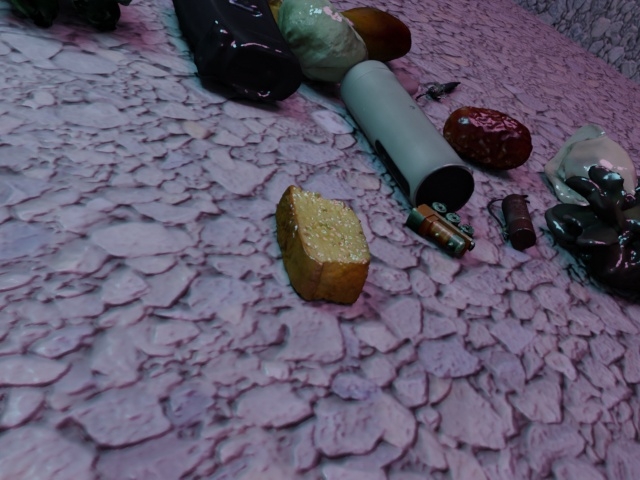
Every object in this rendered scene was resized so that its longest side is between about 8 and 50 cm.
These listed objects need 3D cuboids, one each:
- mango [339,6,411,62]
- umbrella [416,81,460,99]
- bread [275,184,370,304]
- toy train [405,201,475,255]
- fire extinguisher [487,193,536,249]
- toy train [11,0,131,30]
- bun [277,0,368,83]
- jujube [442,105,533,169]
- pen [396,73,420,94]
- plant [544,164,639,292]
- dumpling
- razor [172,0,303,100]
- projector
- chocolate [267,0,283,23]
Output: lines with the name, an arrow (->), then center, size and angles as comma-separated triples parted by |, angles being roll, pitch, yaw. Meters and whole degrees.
mango -> 0.096, -0.439, 1.697 | 0.267, 0.111, 0.133 | -12, 65, -51
umbrella -> 0.280, -0.341, 1.781 | 0.269, 0.044, 0.044 | -30, 94, -56
bread -> 0.000, 0.000, 0.992 | 0.103, 0.065, 0.187 | 13, 32, -17
toy train -> 0.184, -0.016, 1.192 | 0.103, 0.044, 0.064 | 39, 34, 21
fire extinguisher -> 0.328, -0.042, 1.360 | 0.078, 0.045, 0.157 | 5, 32, 2
toy train -> -0.382, -0.436, 1.203 | 0.266, 0.145, 0.202 | -14, 73, -51
bun -> -0.006, -0.361, 1.456 | 0.195, 0.118, 0.195 | 45, -3, 3
jujube -> 0.323, -0.201, 1.533 | 0.176, 0.109, 0.112 | 16, -2, -17
pen -> 0.158, -0.320, 1.652 | 0.053, 0.032, 0.197 | 41, 34, 21
plant -> 0.545, -0.018, 1.360 | 0.276, 0.188, 0.199 | 22, 29, -13
dumpling -> 0.545, -0.129, 1.597 | 0.132, 0.162, 0.250 | 52, 22, -44
razor -> -0.148, -0.360, 1.366 | 0.189, 0.107, 0.327 | 11, 35, -30
projector -> 0.138, -0.179, 1.339 | 0.108, 0.108, 0.337 | 9, 35, -31
chocolate -> -0.143, -0.509, 1.643 | 0.085, 0.086, 0.219 | 8, 32, -33
